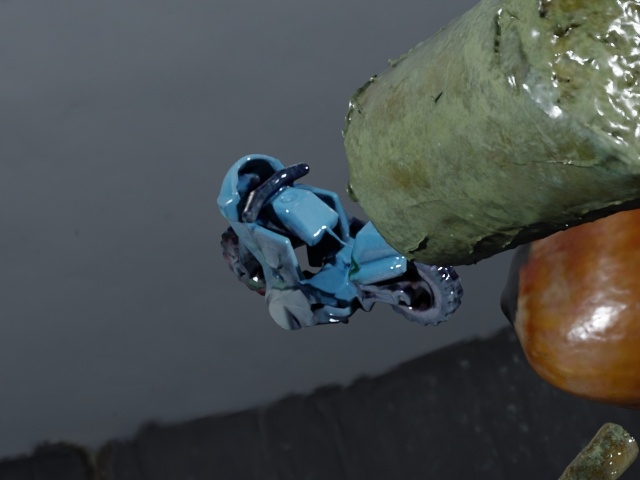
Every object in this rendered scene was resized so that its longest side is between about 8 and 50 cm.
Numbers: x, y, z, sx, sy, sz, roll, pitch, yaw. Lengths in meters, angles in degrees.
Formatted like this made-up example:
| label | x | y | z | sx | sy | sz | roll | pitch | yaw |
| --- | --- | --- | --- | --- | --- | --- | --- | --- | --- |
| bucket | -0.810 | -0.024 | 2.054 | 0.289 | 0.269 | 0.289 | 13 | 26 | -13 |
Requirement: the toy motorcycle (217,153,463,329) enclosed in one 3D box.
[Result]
| label | x | y | z | sx | sy | sz | roll | pitch | yaw |
| --- | --- | --- | --- | --- | --- | --- | --- | --- | --- |
| toy motorcycle | 0.000 | 0.000 | 1.822 | 0.172 | 0.416 | 0.232 | -42 | 127 | -35 |

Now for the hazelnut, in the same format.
| label | x | y | z | sx | sy | sz | roll | pitch | yaw |
| --- | --- | --- | --- | --- | --- | --- | --- | --- | --- |
| hazelnut | 0.439 | 0.071 | 1.805 | 0.366 | 0.365 | 0.365 | -12 | 143 | -9 |

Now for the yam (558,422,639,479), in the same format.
| label | x | y | z | sx | sy | sz | roll | pitch | yaw |
| --- | --- | --- | --- | --- | --- | --- | --- | --- | --- |
| yam | 0.293 | 0.325 | 1.612 | 0.253 | 0.061 | 0.061 | -44 | 150 | -22 |

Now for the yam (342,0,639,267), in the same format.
| label | x | y | z | sx | sy | sz | roll | pitch | yaw |
| --- | --- | --- | --- | --- | --- | --- | --- | --- | --- |
| yam | 0.162 | -0.095 | 0.988 | 0.195 | 0.195 | 0.300 | 4 | 165 | -28 |
